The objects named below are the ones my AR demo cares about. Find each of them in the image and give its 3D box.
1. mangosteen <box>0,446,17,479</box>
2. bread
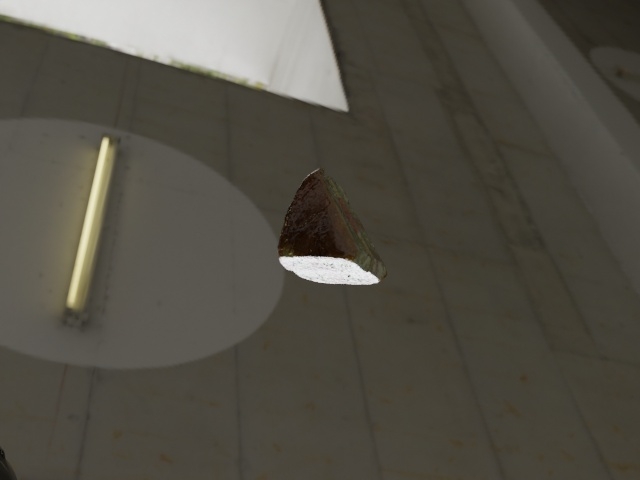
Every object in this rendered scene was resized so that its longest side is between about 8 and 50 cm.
[{"bbox_3d":[-0.287,0.161,0.419,0.289,0.231,0.231,13,-148,8],"label":"mangosteen"},{"bbox_3d":[0.000,0.000,0.593,0.043,0.062,0.109,41,-162,-38],"label":"bread"}]
